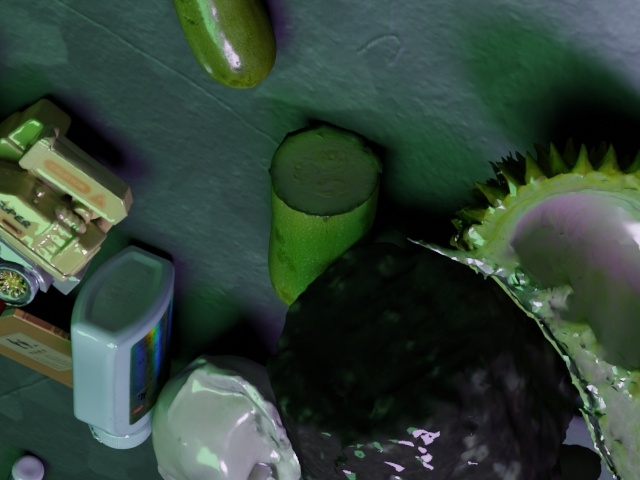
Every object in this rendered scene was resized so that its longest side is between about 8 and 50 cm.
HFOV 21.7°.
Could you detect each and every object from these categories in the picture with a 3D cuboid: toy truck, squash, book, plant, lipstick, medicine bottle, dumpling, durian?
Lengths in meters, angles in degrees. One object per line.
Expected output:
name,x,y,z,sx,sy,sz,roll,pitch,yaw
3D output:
toy truck,-0.298,-0.075,1.500,0.272,0.124,0.157,41,126,-16
squash,0.000,0.000,1.409,0.095,0.095,0.188,21,144,13
book,-0.283,0.115,1.735,0.118,0.012,0.172,-14,145,43
plant,0.107,0.164,1.373,0.213,0.215,0.312,-2,143,29
squash,-0.087,-0.199,1.264,0.066,0.066,0.201,3,133,32
lipstick,-0.365,0.305,2.026,0.040,0.040,0.141,31,143,1
medicine bottle,-0.194,0.119,1.639,0.083,0.121,0.229,23,142,10
dumpling,-0.087,0.192,1.637,0.162,0.132,0.250,24,146,2
durian,0.230,0.062,1.250,0.158,0.169,0.352,-10,125,41

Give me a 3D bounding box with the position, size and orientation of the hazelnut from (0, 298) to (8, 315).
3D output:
hazelnut,-0.415,0.036,1.618,0.229,0.229,0.229,19,140,16
